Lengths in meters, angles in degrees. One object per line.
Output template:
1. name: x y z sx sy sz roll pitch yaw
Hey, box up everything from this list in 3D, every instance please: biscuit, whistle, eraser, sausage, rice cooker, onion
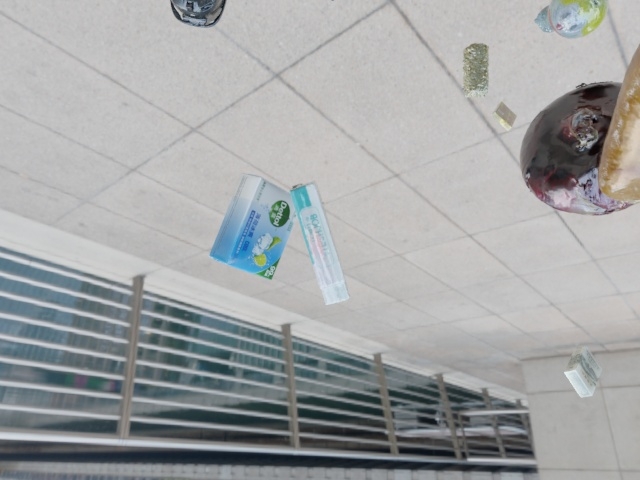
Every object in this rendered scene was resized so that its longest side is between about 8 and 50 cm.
1. biscuit: 0.507 -0.554 1.538 0.082 0.168 0.070 0 -175 3
2. whistle: 0.550 -0.508 1.064 0.123 0.123 0.223 6 -168 -8
3. eraser: 0.000 0.000 0.888 0.052 0.225 0.095 -16 -171 3
4. sausage: 0.459 -0.162 0.657 0.109 0.109 0.270 -5 138 12
5. rice cooker: -0.233 -0.500 0.900 0.112 0.165 0.106 8 -176 -5
6. onion: 0.580 -0.207 1.017 0.314 0.314 0.232 -21 142 38

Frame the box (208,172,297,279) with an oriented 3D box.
1. box: -0.136 -0.028 1.016 0.073 0.194 0.139 17 174 43

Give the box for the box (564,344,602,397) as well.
1. box: 0.467 0.231 0.836 0.083 0.054 0.024 -30 178 -44

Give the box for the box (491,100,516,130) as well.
1. box: 0.695 -0.471 1.777 0.089 0.156 0.022 41 131 -1
